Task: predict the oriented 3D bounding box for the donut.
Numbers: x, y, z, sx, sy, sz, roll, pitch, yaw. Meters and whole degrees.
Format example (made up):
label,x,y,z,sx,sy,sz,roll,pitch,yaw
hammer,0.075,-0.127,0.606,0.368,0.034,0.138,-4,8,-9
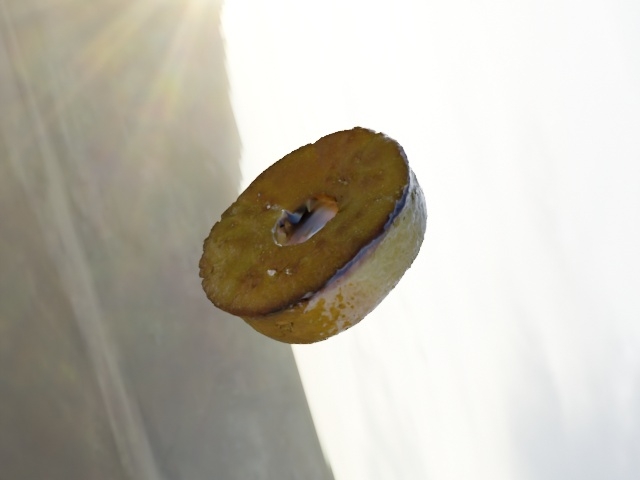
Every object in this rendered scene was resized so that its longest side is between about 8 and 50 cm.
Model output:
label,x,y,z,sx,sy,sz,roll,pitch,yaw
donut,0.000,0.000,0.875,0.058,0.152,0.152,48,12,-36
